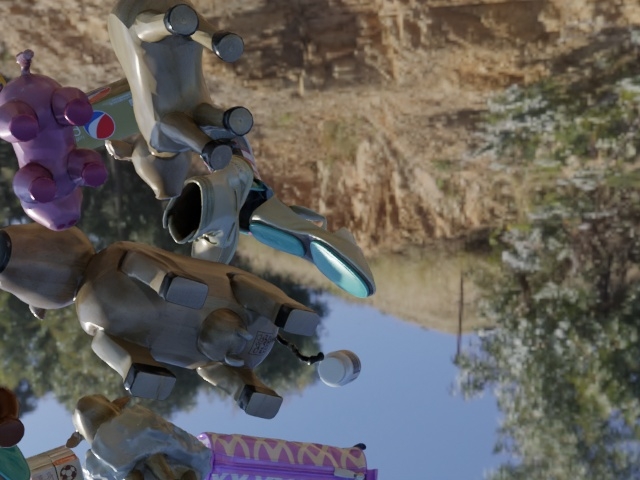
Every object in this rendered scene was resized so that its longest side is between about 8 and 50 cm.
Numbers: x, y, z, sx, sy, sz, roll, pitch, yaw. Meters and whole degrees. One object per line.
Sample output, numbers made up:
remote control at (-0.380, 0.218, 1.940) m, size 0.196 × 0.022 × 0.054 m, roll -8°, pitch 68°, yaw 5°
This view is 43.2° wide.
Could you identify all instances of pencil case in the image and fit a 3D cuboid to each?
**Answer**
pencil case at (-0.043, 0.257, 0.875) m, size 0.206 × 0.086 × 0.088 m, roll 10°, pitch 161°, yaw -22°

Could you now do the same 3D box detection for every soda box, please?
soda box at (-0.311, -0.156, 1.069) m, size 0.181 × 0.058 × 0.061 m, roll -18°, pitch -148°, yaw 11°

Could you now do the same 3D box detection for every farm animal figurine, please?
farm animal figurine at (-0.139, 0.013, 0.588) m, size 0.327 × 0.330 × 0.172 m, roll 42°, pitch 172°, yaw -38°

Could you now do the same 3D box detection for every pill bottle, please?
pill bottle at (0.034, 0.242, 1.533) m, size 0.067 × 0.067 × 0.120 m, roll 0°, pitch 175°, yaw 14°

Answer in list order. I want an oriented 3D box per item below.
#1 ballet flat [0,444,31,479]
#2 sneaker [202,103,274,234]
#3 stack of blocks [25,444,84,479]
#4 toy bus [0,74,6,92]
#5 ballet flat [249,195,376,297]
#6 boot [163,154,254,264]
ballet flat at (-0.529, 0.297, 1.225) m, size 0.079 × 0.221 × 0.077 m, roll -34°, pitch -174°, yaw 15°
sneaker at (-0.179, -0.132, 1.625) m, size 0.124 × 0.295 × 0.178 m, roll -26°, pitch -165°, yaw -1°
stack of blocks at (-0.517, 0.498, 1.589) m, size 0.087 × 0.171 × 0.297 m, roll -15°, pitch -179°, yaw -25°
toy bus at (-0.710, -0.295, 1.399) m, size 0.333 × 0.130 × 0.108 m, roll 13°, pitch -120°, yaw 29°
ballet flat at (0.000, 0.000, 1.232) m, size 0.248 × 0.086 × 0.086 m, roll 29°, pitch -153°, yaw 28°
boot at (-0.184, -0.020, 1.255) m, size 0.077 × 0.213 × 0.165 m, roll 26°, pitch -155°, yaw 12°
